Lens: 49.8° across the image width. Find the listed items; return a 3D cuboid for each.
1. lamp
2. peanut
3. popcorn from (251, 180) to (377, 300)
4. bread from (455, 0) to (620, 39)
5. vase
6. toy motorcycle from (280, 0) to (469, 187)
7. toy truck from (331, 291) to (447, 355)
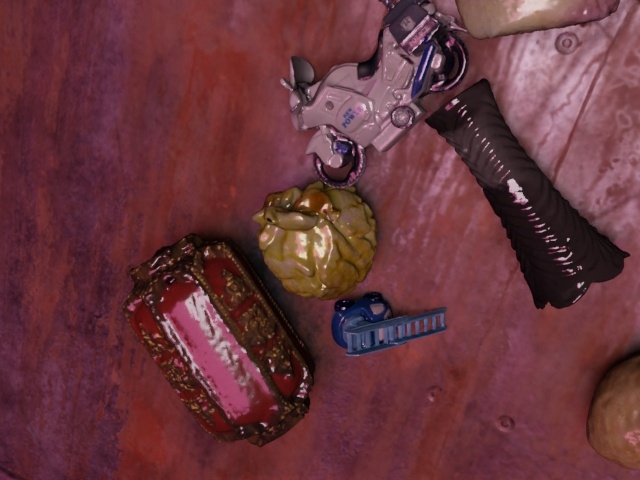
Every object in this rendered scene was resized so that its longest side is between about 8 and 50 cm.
[{"bbox_3d":[-0.124,0.124,0.864,0.177,0.177,0.274,-32,97,27],"label":"lamp"},{"bbox_3d":[0.386,0.166,0.722,0.224,0.129,0.129,-40,92,29],"label":"peanut"},{"bbox_3d":[0.000,0.000,0.799,0.142,0.162,0.135,-16,68,-11],"label":"popcorn"},{"bbox_3d":[0.182,-0.349,0.575,0.155,0.187,0.338,1,111,16],"label":"bread"},{"bbox_3d":[0.208,-0.052,0.724,0.115,0.115,0.237,-34,90,27],"label":"vase"},{"bbox_3d":[0.048,-0.171,0.736,0.221,0.102,0.150,-43,82,22],"label":"toy motorcycle"},{"bbox_3d":[0.082,0.100,0.849,0.136,0.074,0.063,-13,111,-19],"label":"toy truck"}]
